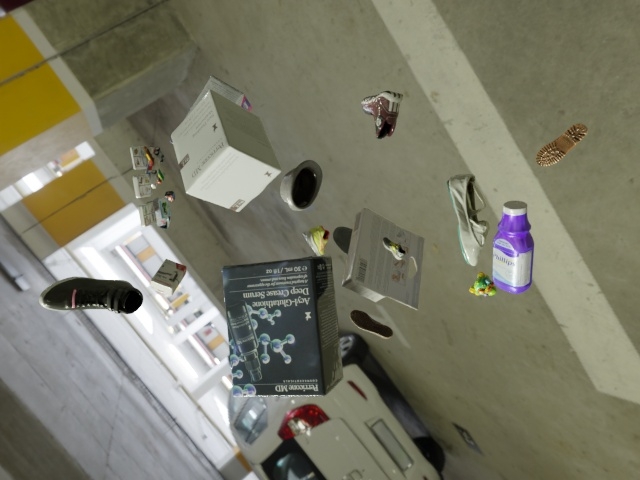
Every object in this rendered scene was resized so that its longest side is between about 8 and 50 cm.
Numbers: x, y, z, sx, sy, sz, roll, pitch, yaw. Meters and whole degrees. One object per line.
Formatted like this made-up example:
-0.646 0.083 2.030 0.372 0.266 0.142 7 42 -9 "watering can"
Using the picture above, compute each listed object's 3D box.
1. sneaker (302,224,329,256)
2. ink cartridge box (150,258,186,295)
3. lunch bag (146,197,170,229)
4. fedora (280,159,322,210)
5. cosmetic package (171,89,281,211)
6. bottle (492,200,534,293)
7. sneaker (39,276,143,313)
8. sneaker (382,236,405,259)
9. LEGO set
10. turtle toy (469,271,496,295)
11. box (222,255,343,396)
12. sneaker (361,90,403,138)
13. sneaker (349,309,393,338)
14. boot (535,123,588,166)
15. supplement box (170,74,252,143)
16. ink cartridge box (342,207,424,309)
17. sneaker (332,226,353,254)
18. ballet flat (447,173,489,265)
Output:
0.000 0.000 1.832 0.081 0.094 0.208 56 179 19 "sneaker"
-0.644 0.155 1.969 0.099 0.135 0.056 21 135 -1 "ink cartridge box"
-0.517 -0.084 1.496 0.071 0.053 0.083 50 159 44 "lunch bag"
-0.118 -0.293 2.446 0.124 0.275 0.243 17 175 37 "fedora"
-0.208 -0.192 1.019 0.151 0.151 0.184 20 -142 -48 "cosmetic package"
0.588 0.020 1.415 0.118 0.092 0.283 32 137 52 "bottle"
-0.689 0.175 1.438 0.147 0.295 0.105 11 96 39 "sneaker"
0.221 0.018 1.380 0.083 0.031 0.035 44 137 -3 "sneaker"
-0.420 -0.138 1.139 0.244 0.060 0.183 -88 -7 -79 "LEGO set"
0.673 0.189 1.898 0.130 0.095 0.066 23 -173 -44 "turtle toy"
-0.111 0.257 1.429 0.212 0.293 0.396 3 -100 -72 "box"
0.221 -0.470 1.792 0.281 0.106 0.163 -155 72 -76 "sneaker"
0.201 0.346 1.871 0.188 0.066 0.071 29 164 13 "sneaker"
0.702 -0.275 1.346 0.059 0.084 0.158 54 129 9 "boot"
-0.306 -0.333 1.320 0.114 0.220 0.111 30 179 7 "supplement box"
0.219 0.069 1.574 0.261 0.296 0.066 26 145 -17 "ink cartridge box"
0.209 0.022 1.998 0.295 0.124 0.178 29 -166 22 "sneaker"
0.637 -0.098 1.954 0.139 0.139 0.400 129 133 -73 "ballet flat"
